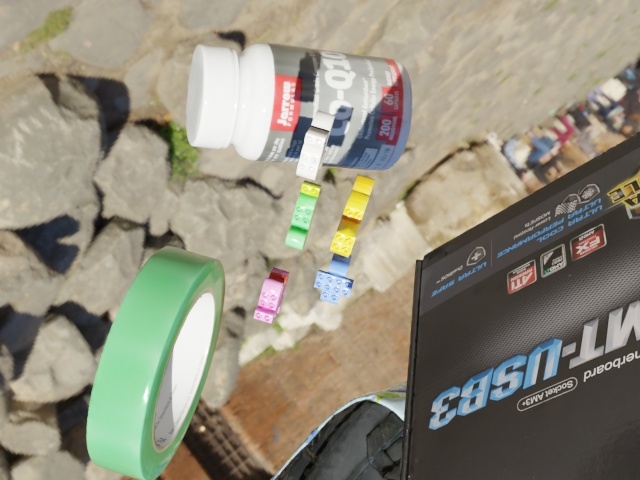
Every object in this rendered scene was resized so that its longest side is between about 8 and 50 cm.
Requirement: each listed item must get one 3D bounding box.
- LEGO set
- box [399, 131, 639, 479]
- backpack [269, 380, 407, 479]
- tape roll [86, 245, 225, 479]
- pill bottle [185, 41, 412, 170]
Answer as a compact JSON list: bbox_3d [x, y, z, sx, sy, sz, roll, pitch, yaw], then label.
[{"bbox_3d":[0.000,0.000,0.856,0.093,0.087,0.227,-68,174,-65],"label":"LEGO set"},{"bbox_3d":[0.184,0.066,0.545,0.296,0.073,0.293,-32,-150,33],"label":"box"},{"bbox_3d":[0.087,0.342,1.164,0.273,0.290,0.355,-14,140,-33],"label":"backpack"},{"bbox_3d":[-0.222,0.170,1.218,0.321,0.077,0.321,15,90,-83],"label":"tape roll"},{"bbox_3d":[-0.032,-0.184,1.188,0.283,0.161,0.161,3,155,-18],"label":"pill bottle"}]
